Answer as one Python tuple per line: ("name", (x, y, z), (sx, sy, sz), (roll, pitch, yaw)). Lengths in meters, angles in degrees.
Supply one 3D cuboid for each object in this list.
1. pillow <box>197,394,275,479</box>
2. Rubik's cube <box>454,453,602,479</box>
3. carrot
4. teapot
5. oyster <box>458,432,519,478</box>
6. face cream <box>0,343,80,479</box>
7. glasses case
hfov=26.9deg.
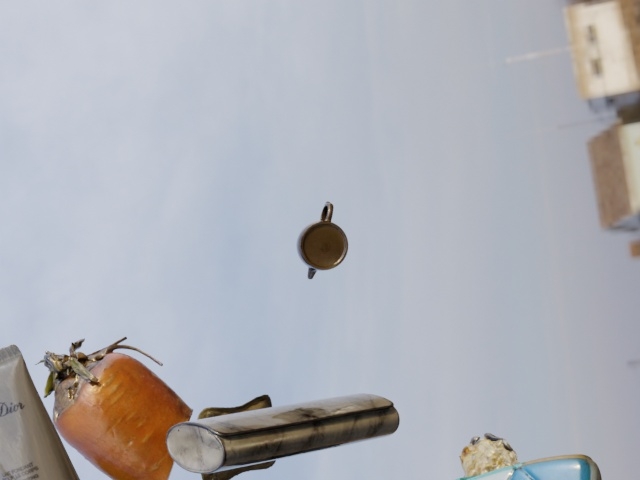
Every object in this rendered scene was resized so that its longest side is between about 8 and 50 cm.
("pillow", (-0.134, 0.326, 2.184), (0.217, 0.033, 0.130), (-3, -92, -59))
("Rubik's cube", (0.215, 0.309, 1.497), (0.254, 0.254, 0.255), (-10, -90, -75))
("carrot", (-0.358, 0.301, 2.370), (0.331, 0.214, 0.193), (38, -172, -6))
("teapot", (0.000, 0.000, 2.019), (0.068, 0.076, 0.121), (-177, 99, -77))
("oyster", (0.285, 0.403, 2.209), (0.081, 0.191, 0.163), (14, -97, -43))
("face cream", (-0.406, 0.292, 1.838), (0.089, 0.143, 0.314), (-88, -25, -68))
("glasses case", (-0.043, 0.236, 1.666), (0.299, 0.114, 0.060), (-3, -89, -44))
